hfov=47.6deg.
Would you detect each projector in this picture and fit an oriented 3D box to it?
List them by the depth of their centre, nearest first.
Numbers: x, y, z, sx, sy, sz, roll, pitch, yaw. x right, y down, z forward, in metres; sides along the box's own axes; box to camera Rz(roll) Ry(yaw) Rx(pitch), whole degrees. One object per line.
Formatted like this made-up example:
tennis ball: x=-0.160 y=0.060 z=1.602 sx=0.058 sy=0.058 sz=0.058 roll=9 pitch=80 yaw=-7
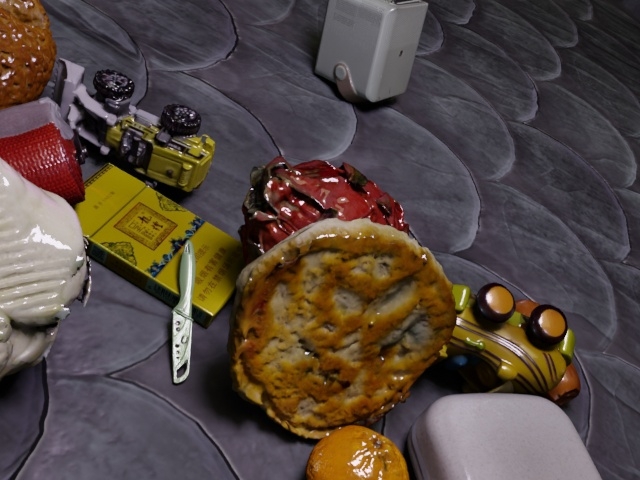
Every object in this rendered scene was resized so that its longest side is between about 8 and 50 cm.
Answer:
projector: x=0.102 y=-0.420 z=1.557 sx=0.177 sy=0.242 sz=0.163 roll=33 pitch=39 yaw=30

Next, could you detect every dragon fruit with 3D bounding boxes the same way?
dragon fruit: x=0.000 y=0.000 z=1.042 sx=0.299 sy=0.244 sz=0.244 roll=54 pitch=30 yaw=-31

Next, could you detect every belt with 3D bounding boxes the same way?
belt: x=-0.387 y=-0.115 z=1.007 sx=0.124 sy=0.128 sz=0.201 roll=-20 pitch=39 yaw=-13

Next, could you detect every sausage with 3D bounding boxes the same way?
sausage: x=0.369 y=0.181 z=1.215 sx=0.076 sy=0.076 sz=0.197 roll=7 pitch=46 yaw=-24

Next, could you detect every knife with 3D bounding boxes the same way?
knife: x=-0.187 y=0.093 z=0.987 sx=0.030 sy=0.014 sz=0.207 roll=5 pitch=64 yaw=-15

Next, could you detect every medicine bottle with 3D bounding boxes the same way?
medicine bottle: x=0.267 y=0.374 z=0.926 sx=0.282 sy=0.123 sz=0.375 roll=5 pitch=47 yaw=-23

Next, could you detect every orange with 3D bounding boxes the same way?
orange: x=0.047 y=0.292 z=0.888 sx=0.135 sy=0.117 sz=0.135 roll=11 pitch=45 yaw=-11

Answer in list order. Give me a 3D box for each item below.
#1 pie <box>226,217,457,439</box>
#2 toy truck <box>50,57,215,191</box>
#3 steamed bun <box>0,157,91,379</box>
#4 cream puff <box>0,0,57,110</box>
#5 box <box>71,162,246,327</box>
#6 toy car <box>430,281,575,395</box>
pie: x=0.026 y=0.110 z=0.920 sx=0.315 sy=0.315 sz=0.092 roll=13 pitch=22 yaw=-18
toy truck: x=-0.304 y=-0.173 z=1.139 sx=0.286 sy=0.136 sz=0.111 roll=24 pitch=38 yaw=-3
steamed bun: x=-0.421 y=0.032 z=0.810 sx=0.280 sy=0.207 sz=0.268 roll=39 pitch=70 yaw=-24
cream puff: x=-0.545 y=-0.308 z=1.077 sx=0.303 sy=0.212 sz=0.303 roll=12 pitch=39 yaw=-10
box: x=-0.244 y=0.002 z=1.073 sx=0.279 sy=0.041 sz=0.153 roll=32 pitch=42 yaw=2
toy car: x=0.251 y=0.168 z=1.089 sx=0.248 sy=0.200 sz=0.142 roll=21 pitch=65 yaw=-3
